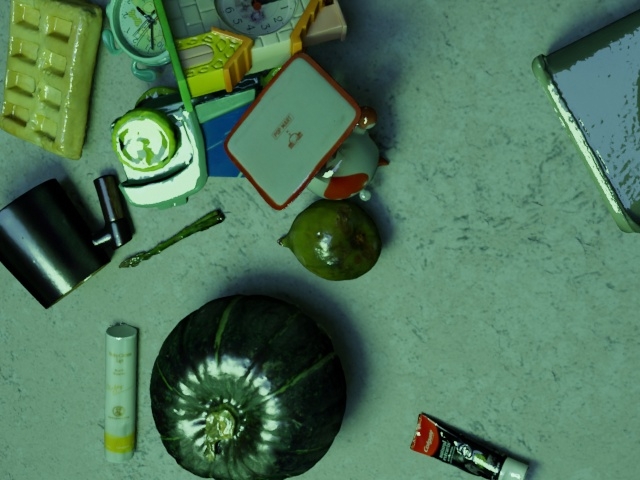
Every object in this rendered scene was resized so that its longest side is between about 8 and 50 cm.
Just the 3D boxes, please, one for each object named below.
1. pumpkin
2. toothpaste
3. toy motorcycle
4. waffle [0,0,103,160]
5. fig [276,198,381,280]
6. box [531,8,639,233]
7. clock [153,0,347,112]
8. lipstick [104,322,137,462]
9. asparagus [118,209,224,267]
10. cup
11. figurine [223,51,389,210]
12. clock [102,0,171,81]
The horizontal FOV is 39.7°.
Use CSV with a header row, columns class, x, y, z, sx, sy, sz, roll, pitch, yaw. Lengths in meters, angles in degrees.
class,x,y,z,sx,sy,sz,roll,pitch,yaw
pumpkin,-0.116,0.243,1.433,0.323,0.241,0.323,3,101,16
toothpaste,0.240,0.351,1.442,0.193,0.045,0.071,21,112,20
toy motorcycle,-0.147,-0.154,1.374,0.326,0.191,0.200,-11,111,6
waffle,-0.458,-0.282,1.493,0.168,0.057,0.274,25,113,25
fig,0.001,0.014,1.386,0.185,0.126,0.133,-31,133,34
box,0.419,-0.163,1.166,0.178,0.138,0.274,-29,94,21
clock,-0.104,-0.332,1.252,0.255,0.106,0.220,-17,77,-6
lipstick,-0.372,0.286,1.648,0.059,0.059,0.264,11,110,18
asparagus,-0.261,0.003,1.539,0.233,0.022,0.023,-26,140,24
cup,-0.451,-0.008,1.532,0.239,0.166,0.177,-34,95,27
figurine,0.016,-0.129,1.291,0.183,0.226,0.160,-49,59,14
clock,-0.268,-0.353,1.410,0.148,0.060,0.188,45,116,3
